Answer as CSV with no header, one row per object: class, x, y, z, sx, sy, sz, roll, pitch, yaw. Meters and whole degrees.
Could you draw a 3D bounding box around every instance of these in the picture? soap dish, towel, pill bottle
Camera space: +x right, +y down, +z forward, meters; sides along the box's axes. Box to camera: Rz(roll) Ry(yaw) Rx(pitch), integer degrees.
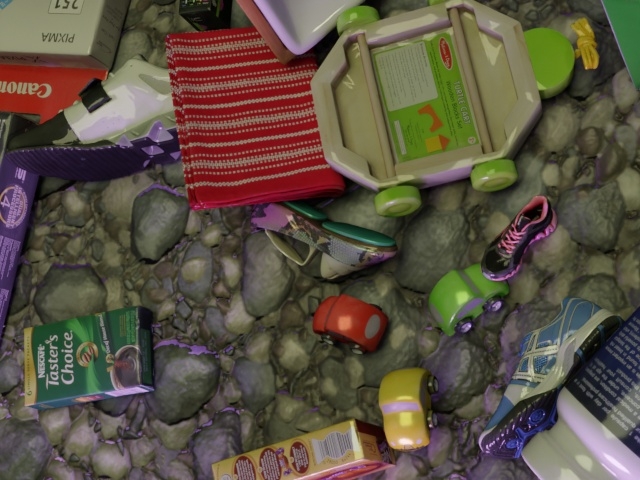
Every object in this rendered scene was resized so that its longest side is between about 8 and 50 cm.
soap dish,-0.006,-0.399,1.465,0.291,0.229,0.118,-42,43,-3
towel,-0.086,-0.164,1.495,0.199,0.031,0.274,-7,62,-11
pill bottle,0.341,0.167,1.205,0.264,0.153,0.153,-48,63,5

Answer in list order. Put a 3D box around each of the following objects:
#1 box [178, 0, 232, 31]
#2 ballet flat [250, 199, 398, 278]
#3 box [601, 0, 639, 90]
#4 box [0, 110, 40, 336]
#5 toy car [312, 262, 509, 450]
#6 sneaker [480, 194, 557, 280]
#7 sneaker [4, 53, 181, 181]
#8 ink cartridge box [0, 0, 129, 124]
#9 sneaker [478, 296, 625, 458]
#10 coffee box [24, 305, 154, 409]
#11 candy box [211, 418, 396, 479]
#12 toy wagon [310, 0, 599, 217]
box,-0.157,-0.341,1.621,0.052,0.062,0.083,-3,75,22
ballet flat,0.000,0.000,1.458,0.222,0.077,0.079,25,105,32
box,0.363,-0.324,1.273,0.127,0.262,0.231,-11,71,21
box,-0.584,-0.001,1.692,0.318,0.097,0.394,6,80,27
toy car,0.116,0.097,1.366,0.225,0.053,0.239,-38,52,3
sneaker,0.225,-0.007,1.345,0.047,0.057,0.119,36,74,24
sneaker,-0.272,-0.174,1.600,0.331,0.122,0.146,-10,70,10
ink cartridge box,-0.442,-0.273,1.728,0.296,0.066,0.261,6,78,25
sneaker,0.250,0.154,1.304,0.211,0.080,0.081,-49,41,4
coffee box,-0.310,0.158,1.562,0.184,0.040,0.113,-11,72,21
candy box,-0.019,0.261,1.365,0.187,0.109,0.053,-22,68,17
toy wagon,0.165,-0.181,1.417,0.345,0.068,0.267,-14,70,9
